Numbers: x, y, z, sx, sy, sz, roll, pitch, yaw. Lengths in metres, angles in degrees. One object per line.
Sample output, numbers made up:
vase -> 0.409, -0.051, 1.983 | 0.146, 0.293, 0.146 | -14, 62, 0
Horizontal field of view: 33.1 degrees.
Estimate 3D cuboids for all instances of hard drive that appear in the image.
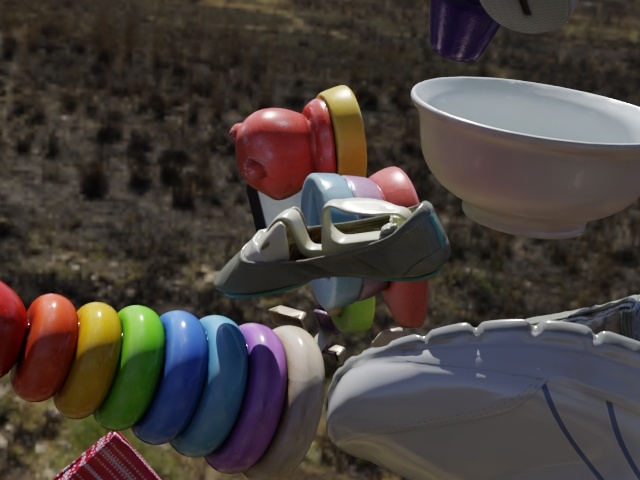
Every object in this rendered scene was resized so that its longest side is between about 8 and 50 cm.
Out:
hard drive -> -0.021, -0.023, 1.302 | 0.135, 0.022, 0.094 | 8, 54, -38

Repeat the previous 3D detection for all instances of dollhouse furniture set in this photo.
dollhouse furniture set -> -0.035, 0.155, 1.602 | 0.114, 0.091, 0.081 | 13, 49, 32

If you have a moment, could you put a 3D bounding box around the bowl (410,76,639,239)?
bowl -> 0.238, -0.087, 1.209 | 0.298, 0.134, 0.298 | 7, 20, -3

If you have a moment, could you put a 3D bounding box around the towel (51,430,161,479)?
towel -> -0.317, 0.413, 1.438 | 0.275, 0.199, 0.031 | -41, 9, -21

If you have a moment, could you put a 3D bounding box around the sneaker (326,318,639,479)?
sneaker -> 0.137, 0.119, 0.426 | 0.297, 0.129, 0.111 | 17, -19, 12

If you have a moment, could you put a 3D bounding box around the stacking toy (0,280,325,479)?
stacking toy -> -0.167, 0.105, 0.889 | 0.330, 0.141, 0.141 | 17, 9, -25

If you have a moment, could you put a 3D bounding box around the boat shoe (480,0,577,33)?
boat shoe -> 0.130, -0.280, 0.783 | 0.109, 0.094, 0.302 | 3, -30, 23

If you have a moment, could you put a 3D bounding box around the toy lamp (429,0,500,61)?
toy lamp -> 0.153, -0.283, 0.921 | 0.080, 0.274, 0.080 | 11, 36, -8

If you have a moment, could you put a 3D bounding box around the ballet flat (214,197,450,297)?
ballet flat -> 0.000, 0.000, 0.859 | 0.213, 0.068, 0.072 | -6, 28, 29

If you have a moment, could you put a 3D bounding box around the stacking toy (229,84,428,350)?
stacking toy -> -0.003, 0.013, 1.124 | 0.131, 0.279, 0.309 | -8, 31, -13

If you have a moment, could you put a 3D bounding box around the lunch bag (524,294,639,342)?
lunch bag -> 0.290, 0.209, 1.296 | 0.305, 0.255, 0.213 | -16, 4, 33
